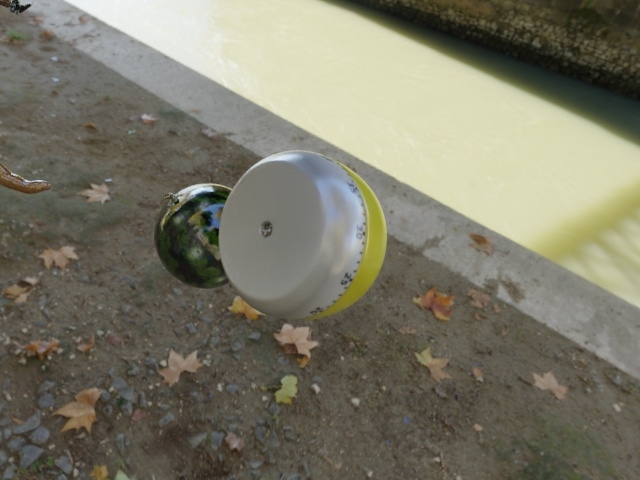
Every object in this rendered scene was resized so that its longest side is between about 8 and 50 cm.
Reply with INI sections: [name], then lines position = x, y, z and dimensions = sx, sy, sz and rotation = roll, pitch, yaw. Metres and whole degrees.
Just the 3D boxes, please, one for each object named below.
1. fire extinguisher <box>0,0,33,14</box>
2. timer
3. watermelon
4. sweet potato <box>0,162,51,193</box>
[fire extinguisher]
position = -0.400, -0.289, 0.466
dimensions = 0.173, 0.035, 0.049
rotation = 19, 29, -32
[timer]
position = 0.000, 0.000, 0.738
dimensions = 0.284, 0.285, 0.285
rotation = 7, 43, -7
[watermelon]
position = -0.275, -0.014, 1.095
dimensions = 0.268, 0.269, 0.269
rotation = 7, 43, -7
[sweet potato]
position = -0.500, -0.107, 0.656
dimensions = 0.179, 0.044, 0.044
rotation = 25, 33, -34
